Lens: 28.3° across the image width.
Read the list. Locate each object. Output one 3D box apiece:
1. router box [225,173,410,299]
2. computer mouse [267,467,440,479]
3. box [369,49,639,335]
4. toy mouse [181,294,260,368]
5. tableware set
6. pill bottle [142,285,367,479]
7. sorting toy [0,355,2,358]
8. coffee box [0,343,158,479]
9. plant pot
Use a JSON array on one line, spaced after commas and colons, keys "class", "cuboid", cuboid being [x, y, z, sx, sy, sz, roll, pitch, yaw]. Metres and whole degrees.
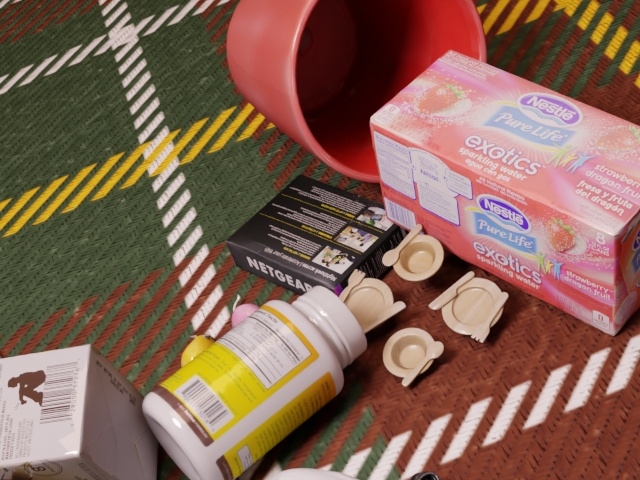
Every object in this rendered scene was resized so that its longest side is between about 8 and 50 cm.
[{"class": "router box", "cuboid": [0.000, 0.000, 1.441, 0.179, 0.046, 0.133, 23, 55, 41]}, {"class": "computer mouse", "cuboid": [0.016, 0.242, 1.150, 0.193, 0.042, 0.106, 3, 45, 27]}, {"class": "box", "cuboid": [0.212, -0.056, 1.293, 0.300, 0.154, 0.142, 28, 59, 34]}, {"class": "toy mouse", "cuboid": [-0.080, 0.110, 1.359, 0.143, 0.031, 0.161, -4, 41, 21]}, {"class": "tableware set", "cuboid": [0.098, 0.066, 1.306, 0.141, 0.020, 0.169, -43, 54, -6]}, {"class": "pill bottle", "cuboid": [-0.060, 0.139, 1.247, 0.215, 0.117, 0.117, -37, 41, -19]}, {"class": "sorting toy", "cuboid": [-0.475, 0.189, 1.450, 0.229, 0.041, 0.307, -42, 49, -20]}, {"class": "coffee box", "cuboid": [-0.327, 0.206, 1.235, 0.297, 0.168, 0.118, -10, 57, 15]}, {"class": "plant pot", "cuboid": [0.024, -0.226, 1.544, 0.275, 0.275, 0.243, -35, 30, -17]}]
